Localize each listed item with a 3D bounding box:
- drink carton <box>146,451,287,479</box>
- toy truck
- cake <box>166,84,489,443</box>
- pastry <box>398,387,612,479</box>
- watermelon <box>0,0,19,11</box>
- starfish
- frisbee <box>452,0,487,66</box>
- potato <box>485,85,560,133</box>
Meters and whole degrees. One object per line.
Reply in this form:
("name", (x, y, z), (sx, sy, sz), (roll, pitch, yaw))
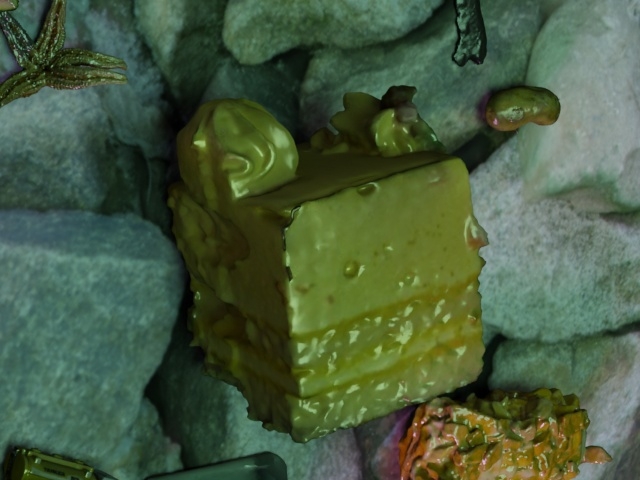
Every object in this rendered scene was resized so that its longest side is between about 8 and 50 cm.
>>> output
("drink carton", (-0.060, 0.333, 1.539), (0.185, 0.189, 0.191), (-7, 108, -39))
("toy truck", (-0.236, 0.230, 1.464), (0.123, 0.052, 0.063), (21, 85, -36))
("cake", (0.000, 0.000, 1.455), (0.227, 0.222, 0.286), (-17, 112, -32))
("pastry", (0.199, 0.236, 1.740), (0.250, 0.102, 0.154), (4, 103, -36))
("watermelon", (-0.314, -0.247, 1.260), (0.163, 0.087, 0.069), (48, 44, -36))
("starfish", (-0.244, -0.149, 1.353), (0.133, 0.041, 0.130), (45, 69, -8))
("frisbee", (0.156, -0.269, 1.617), (0.211, 0.012, 0.187), (-19, 115, -31))
("potato", (0.212, -0.141, 1.675), (0.092, 0.046, 0.045), (-10, 123, -22))
